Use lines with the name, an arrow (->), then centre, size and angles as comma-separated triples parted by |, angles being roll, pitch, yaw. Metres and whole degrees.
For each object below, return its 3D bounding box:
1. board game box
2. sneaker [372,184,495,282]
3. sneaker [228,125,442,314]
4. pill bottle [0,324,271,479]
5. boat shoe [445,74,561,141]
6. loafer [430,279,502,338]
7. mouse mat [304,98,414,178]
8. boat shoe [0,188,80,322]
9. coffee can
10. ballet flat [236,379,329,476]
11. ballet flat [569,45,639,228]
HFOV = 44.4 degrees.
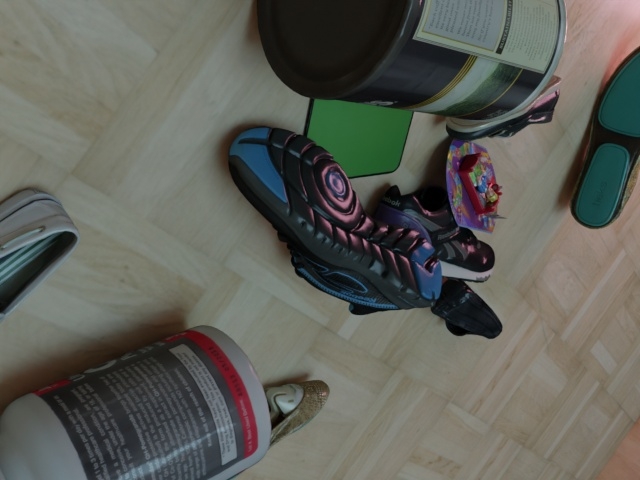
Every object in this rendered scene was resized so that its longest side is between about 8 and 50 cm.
board game box -> 0.238, -0.083, 1.147 | 0.168, 0.033, 0.133 | 10, 77, -53
sneaker -> 0.183, -0.014, 1.146 | 0.283, 0.107, 0.124 | 5, 107, -48
sneaker -> 0.000, 0.000, 0.937 | 0.341, 0.139, 0.125 | 40, 45, -33
pill bottle -> -0.225, 0.221, 0.825 | 0.318, 0.176, 0.176 | -20, 130, -37
boat shoe -> 0.266, -0.177, 1.127 | 0.233, 0.084, 0.079 | -26, 133, -36
loafer -> 0.249, 0.128, 1.343 | 0.078, 0.076, 0.223 | -43, 144, 7
mouse mat -> 0.052, -0.147, 0.987 | 0.189, 0.007, 0.153 | -10, 124, -41
boat shoe -> -0.312, 0.046, 0.689 | 0.226, 0.076, 0.083 | -48, 141, -10
coffee can -> 0.102, -0.235, 0.819 | 0.275, 0.201, 0.202 | -2, 118, -46
ballet flat -> -0.072, 0.248, 1.094 | 0.206, 0.073, 0.067 | -38, 124, -26
ballet flat -> 0.538, -0.189, 1.395 | 0.123, 0.123, 0.349 | -8, 121, -43
